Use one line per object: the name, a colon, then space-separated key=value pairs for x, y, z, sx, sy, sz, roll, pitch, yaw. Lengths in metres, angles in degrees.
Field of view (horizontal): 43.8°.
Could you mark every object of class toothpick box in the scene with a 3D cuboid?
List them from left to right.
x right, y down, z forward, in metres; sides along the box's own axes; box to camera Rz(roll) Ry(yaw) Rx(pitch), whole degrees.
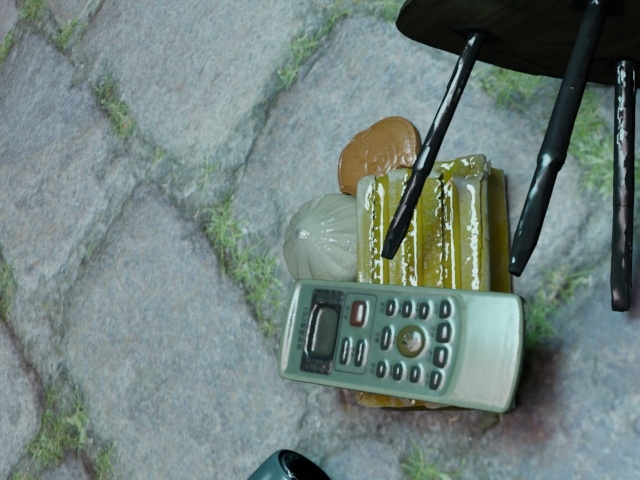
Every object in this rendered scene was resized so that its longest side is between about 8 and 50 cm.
toothpick box: x=-0.063 y=0.344 z=0.945 sx=0.184 sy=0.120 sz=0.120 roll=-54 pitch=51 yaw=9

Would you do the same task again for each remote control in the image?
remote control: x=0.079 y=0.106 z=0.842 sx=0.285 sy=0.038 sz=0.123 roll=3 pitch=79 yaw=37

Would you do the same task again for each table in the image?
table: x=0.216 y=-0.077 z=0.746 sx=0.317 sy=0.317 sz=0.249 roll=11 pitch=87 yaw=40

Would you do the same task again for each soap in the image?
soap: x=0.128 y=0.053 z=0.900 sx=0.173 sy=0.089 sz=0.274 roll=-9 pitch=71 yaw=34

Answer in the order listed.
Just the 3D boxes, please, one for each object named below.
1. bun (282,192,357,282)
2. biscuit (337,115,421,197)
bun: x=0.000 y=0.000 z=1.018 sx=0.138 sy=0.094 sz=0.138 roll=-15 pitch=66 yaw=39
biscuit: x=0.073 y=-0.106 z=1.039 sx=0.130 sy=0.019 sz=0.102 roll=-35 pitch=56 yaw=27
